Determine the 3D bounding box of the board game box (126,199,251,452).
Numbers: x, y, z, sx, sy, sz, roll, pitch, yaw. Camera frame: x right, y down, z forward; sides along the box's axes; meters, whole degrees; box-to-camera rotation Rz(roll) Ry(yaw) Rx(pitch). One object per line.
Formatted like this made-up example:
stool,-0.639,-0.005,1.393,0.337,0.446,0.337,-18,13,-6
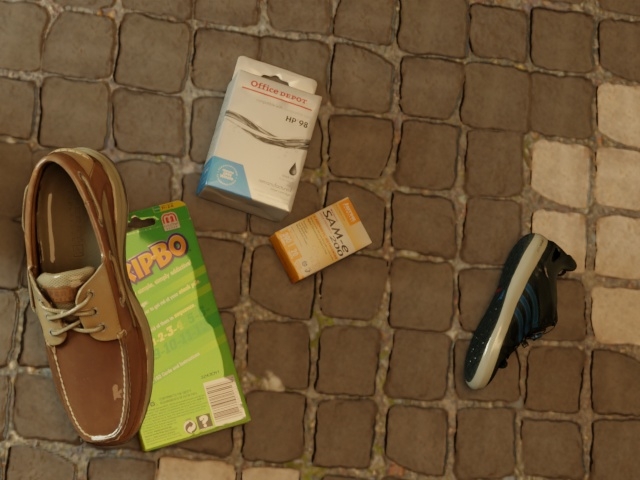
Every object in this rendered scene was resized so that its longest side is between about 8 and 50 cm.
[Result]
board game box,-0.173,0.093,1.889,0.124,0.039,0.260,-15,84,-16

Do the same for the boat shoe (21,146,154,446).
boat shoe,-0.259,0.059,1.810,0.123,0.116,0.324,-13,83,14

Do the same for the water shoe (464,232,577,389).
water shoe,0.235,0.089,1.973,0.080,0.073,0.203,28,74,-9

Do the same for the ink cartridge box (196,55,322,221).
ink cartridge box,-0.065,-0.124,1.948,0.104,0.060,0.180,17,75,-10

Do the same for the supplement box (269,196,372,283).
supplement box,0.000,0.000,1.951,0.098,0.036,0.062,-27,87,-18
